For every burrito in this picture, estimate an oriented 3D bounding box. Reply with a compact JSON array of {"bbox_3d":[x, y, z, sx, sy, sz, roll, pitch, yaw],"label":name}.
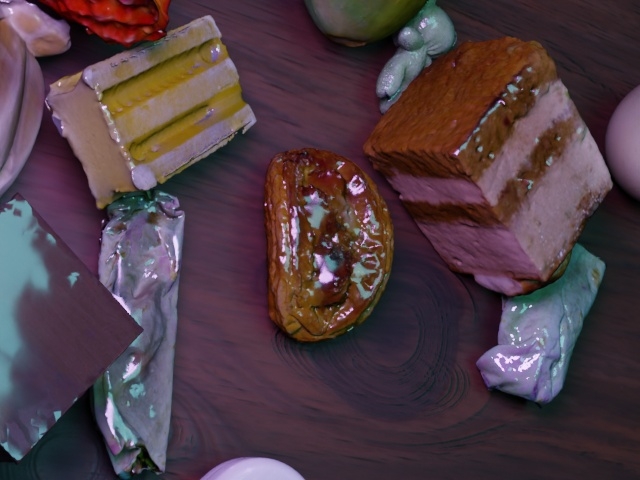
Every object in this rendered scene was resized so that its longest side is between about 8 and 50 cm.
[{"bbox_3d":[0.286,0.100,1.609,0.144,0.089,0.229,29,63,-22],"label":"burrito"},{"bbox_3d":[-0.193,0.091,1.300,0.096,0.066,0.309,7,78,-30],"label":"burrito"}]

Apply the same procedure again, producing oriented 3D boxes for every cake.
[{"bbox_3d":[0.224,-0.075,1.517,0.198,0.196,0.293,-50,119,-23],"label":"cake"}]

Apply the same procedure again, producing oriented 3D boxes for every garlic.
[{"bbox_3d":[-0.382,-0.144,1.198,0.292,0.210,0.237,-59,147,-32],"label":"garlic"}]

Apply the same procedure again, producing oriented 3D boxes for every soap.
[{"bbox_3d":[-0.171,-0.137,1.302,0.233,0.076,0.135,-41,111,-54],"label":"soap"}]

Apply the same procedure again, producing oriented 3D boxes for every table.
[{"bbox_3d":[-0.306,0.085,1.150,0.169,0.193,0.172,50,58,-15],"label":"table"}]

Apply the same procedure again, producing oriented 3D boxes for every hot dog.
[{"bbox_3d":[0.001,0.000,1.432,0.160,0.099,0.227,-3,80,-35],"label":"hot dog"}]

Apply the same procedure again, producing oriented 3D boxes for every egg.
[{"bbox_3d":[0.495,-0.141,1.733,0.242,0.186,0.186,-33,99,-44],"label":"egg"}]

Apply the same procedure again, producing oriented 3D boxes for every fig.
[{"bbox_3d":[0.059,-0.322,1.483,0.181,0.181,0.191,18,92,-30],"label":"fig"}]

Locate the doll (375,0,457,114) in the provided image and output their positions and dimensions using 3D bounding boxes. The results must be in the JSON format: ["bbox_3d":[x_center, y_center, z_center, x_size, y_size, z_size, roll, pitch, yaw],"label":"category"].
[{"bbox_3d":[0.107,-0.231,1.561,0.150,0.077,0.115,-58,147,-18],"label":"doll"}]

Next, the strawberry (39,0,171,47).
[{"bbox_3d":[-0.265,-0.326,1.191,0.265,0.149,0.336,-87,153,-64],"label":"strawberry"}]

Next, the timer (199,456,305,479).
[{"bbox_3d":[-0.074,0.373,1.312,0.237,0.087,0.262,-40,104,-32],"label":"timer"}]
